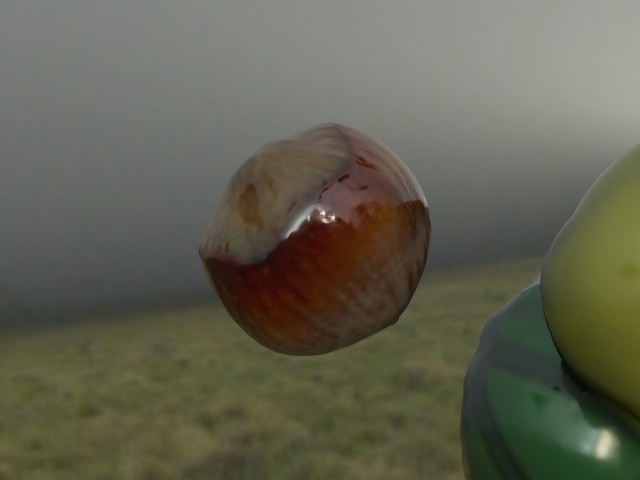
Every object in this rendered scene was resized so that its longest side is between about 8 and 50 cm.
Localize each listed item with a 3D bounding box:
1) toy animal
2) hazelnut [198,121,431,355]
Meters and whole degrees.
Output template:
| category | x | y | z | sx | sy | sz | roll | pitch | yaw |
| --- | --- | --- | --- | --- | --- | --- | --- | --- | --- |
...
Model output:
| category | x | y | z | sx | sy | sz | roll | pitch | yaw |
| --- | --- | --- | --- | --- | --- | --- | --- | --- | --- |
| toy animal | 0.196 | 0.044 | 0.755 | 0.338 | 0.191 | 0.216 | -45 | 8 | 44 |
| hazelnut | 0.000 | 0.000 | 0.535 | 0.086 | 0.086 | 0.086 | -9 | -2 | 0 |
